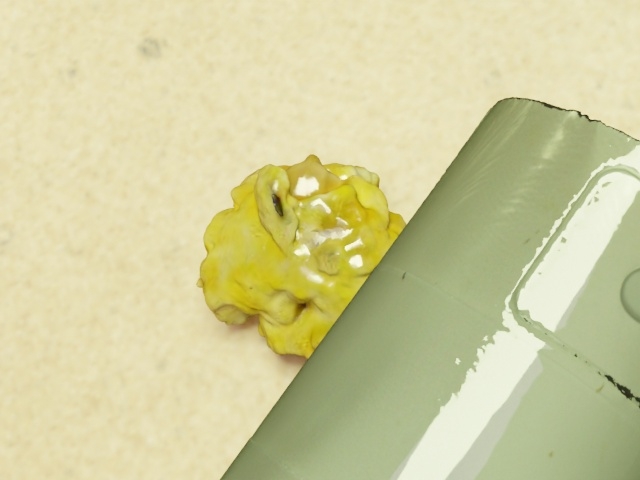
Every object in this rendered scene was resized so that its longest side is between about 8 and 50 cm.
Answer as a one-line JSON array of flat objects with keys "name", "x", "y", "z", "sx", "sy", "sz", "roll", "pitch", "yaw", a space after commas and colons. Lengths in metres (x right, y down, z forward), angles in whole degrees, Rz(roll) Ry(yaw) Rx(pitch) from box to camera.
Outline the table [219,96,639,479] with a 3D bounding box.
[{"name": "table", "x": 0.046, "y": 0.075, "z": 0.500, "sx": 0.126, "sy": 0.126, "sz": 0.220, "roll": 33, "pitch": 82, "yaw": 21}]

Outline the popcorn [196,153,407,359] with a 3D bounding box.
[{"name": "popcorn", "x": 0.000, "y": 0.000, "z": 0.577, "sx": 0.084, "sy": 0.084, "sz": 0.084, "roll": -4, "pitch": 72, "yaw": 12}]
